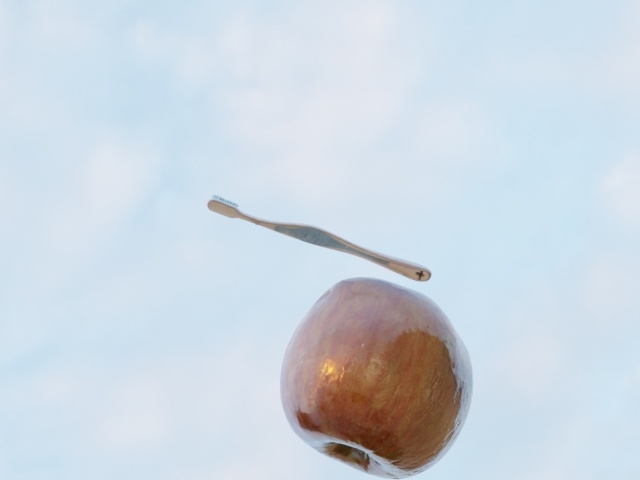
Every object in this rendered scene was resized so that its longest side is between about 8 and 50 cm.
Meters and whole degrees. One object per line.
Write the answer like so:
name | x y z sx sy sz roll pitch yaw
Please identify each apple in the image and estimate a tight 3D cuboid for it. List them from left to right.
apple | 0.061 0.150 1.155 0.211 0.211 0.188 47 -121 -38

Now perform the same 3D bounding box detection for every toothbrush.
toothbrush | 0.000 0.000 0.729 0.162 0.017 0.014 20 -63 -5
